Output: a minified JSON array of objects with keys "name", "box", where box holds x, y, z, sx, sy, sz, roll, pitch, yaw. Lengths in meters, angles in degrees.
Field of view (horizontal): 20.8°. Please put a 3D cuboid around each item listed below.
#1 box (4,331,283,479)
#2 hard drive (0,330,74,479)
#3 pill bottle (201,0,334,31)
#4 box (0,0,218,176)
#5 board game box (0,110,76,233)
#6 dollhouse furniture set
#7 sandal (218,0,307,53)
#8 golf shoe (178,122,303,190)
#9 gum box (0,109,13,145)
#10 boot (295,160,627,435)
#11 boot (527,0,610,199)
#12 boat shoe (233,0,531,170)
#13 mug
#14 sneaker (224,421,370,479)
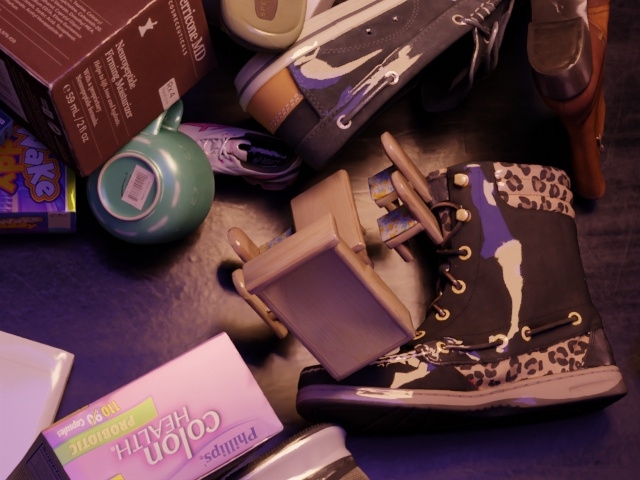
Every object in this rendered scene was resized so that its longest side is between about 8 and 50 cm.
[{"name":"box","box":[-0.185,0.219,1.760,0.213,0.243,0.117,-28,83,-25]},{"name":"hard drive","box":[-0.406,0.237,1.849,0.203,0.040,0.307,17,70,-2]},{"name":"pill bottle","box":[-0.119,-0.339,2.017,0.283,0.161,0.161,30,70,3]},{"name":"box","box":[-0.247,-0.215,1.849,0.203,0.168,0.167,-42,62,-18]},{"name":"board game box","box":[-0.396,-0.181,1.968,0.233,0.078,0.347,-1,72,-9]},{"name":"dollhouse furniture set","box":[0.000,0.000,1.832,0.212,0.161,0.242,-31,35,15]},{"name":"sandal","box":[-0.053,-0.338,1.886,0.120,0.086,0.302,3,57,-13]},{"name":"golf shoe","box":[-0.112,-0.105,1.982,0.186,0.086,0.067,5,74,-5]},{"name":"gum box","box":[-0.450,-0.110,1.872,0.157,0.041,0.184,41,70,6]},{"name":"boot","box":[0.144,0.064,1.935,0.377,0.138,0.284,-3,73,-13]},{"name":"boot","box":[0.308,-0.222,1.983,0.096,0.280,0.264,-5,62,17]},{"name":"boat shoe","box":[0.136,-0.231,1.995,0.500,0.187,0.156,-31,80,-25]},{"name":"mug","box":[-0.197,-0.073,1.921,0.129,0.097,0.157,-21,87,17]},{"name":"sneaker","box":[-0.097,0.397,1.772,0.447,0.169,0.257,-30,77,-19]}]
